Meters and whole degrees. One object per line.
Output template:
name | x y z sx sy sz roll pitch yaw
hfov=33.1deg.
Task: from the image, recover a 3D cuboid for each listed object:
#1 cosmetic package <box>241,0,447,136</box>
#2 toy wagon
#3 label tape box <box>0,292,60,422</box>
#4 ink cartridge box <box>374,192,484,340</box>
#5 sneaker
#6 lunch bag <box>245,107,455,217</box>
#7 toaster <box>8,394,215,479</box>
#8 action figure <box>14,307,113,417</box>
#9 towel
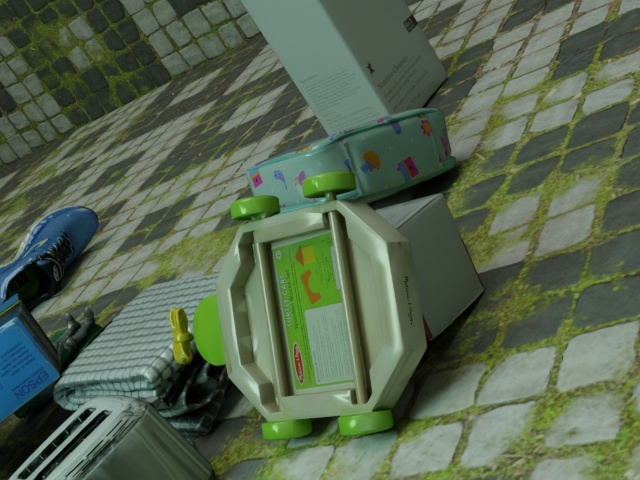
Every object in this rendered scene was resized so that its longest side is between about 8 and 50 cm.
cosmetic package | 0.034 -0.373 1.874 0.156 0.385 0.217 -15 28 42
toy wagon | -0.037 0.080 1.176 0.068 0.267 0.344 -3 -8 -45
label tape box | -0.501 0.202 1.552 0.240 0.106 0.333 -38 11 -10
ink cartridge box | 0.066 0.042 1.234 0.176 0.128 0.127 -15 16 44
sneaker | -0.572 0.055 2.256 0.147 0.130 0.330 8 47 41
lunch bag | 0.045 -0.105 1.563 0.279 0.108 0.224 -20 4 -35
toaster | -0.237 0.274 1.175 0.227 0.146 0.129 -46 22 -28
action figure | -0.442 0.205 1.776 0.137 0.063 0.232 -18 29 30
towel | -0.198 0.153 1.438 0.283 0.121 0.235 -14 27 47
